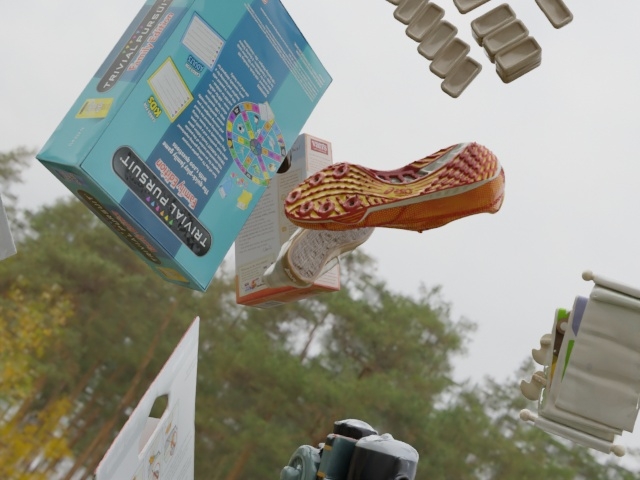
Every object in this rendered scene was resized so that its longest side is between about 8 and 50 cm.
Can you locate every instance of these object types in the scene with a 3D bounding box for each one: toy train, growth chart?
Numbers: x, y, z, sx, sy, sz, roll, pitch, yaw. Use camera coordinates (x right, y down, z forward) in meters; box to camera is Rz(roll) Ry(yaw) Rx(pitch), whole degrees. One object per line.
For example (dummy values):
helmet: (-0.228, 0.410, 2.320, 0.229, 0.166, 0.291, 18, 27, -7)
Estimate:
toy train: (0.020, 0.358, 1.090, 0.142, 0.334, 0.190, 20, -12, -21)
growth chart: (0.355, 0.156, 1.330, 0.172, 0.237, 0.021, 27, 15, 34)

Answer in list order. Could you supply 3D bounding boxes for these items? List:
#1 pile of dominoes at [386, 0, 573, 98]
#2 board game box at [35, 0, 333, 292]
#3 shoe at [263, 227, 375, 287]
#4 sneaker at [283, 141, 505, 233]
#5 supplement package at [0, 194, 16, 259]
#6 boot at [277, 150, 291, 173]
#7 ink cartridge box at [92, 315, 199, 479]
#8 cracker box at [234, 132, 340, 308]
pile of dominoes: (0.196, -0.318, 1.377, 0.251, 0.196, 0.040, 60, -1, 21)
board game box: (-0.145, -0.149, 1.221, 0.079, 0.336, 0.254, 13, -26, 38)
shoe: (0.000, 0.000, 1.318, 0.058, 0.219, 0.076, -36, -88, 40)
sneaker: (0.057, -0.027, 0.803, 0.175, 0.064, 0.067, -5, -39, 16)
supplement package: (-0.484, -0.081, 1.142, 0.145, 0.204, 0.261, 38, -37, 42)
boot: (-0.082, -0.209, 1.476, 0.082, 0.106, 0.219, -15, -70, 42)
ink cartridge box: (-0.166, 0.221, 0.867, 0.060, 0.275, 0.238, 6, -70, 7)
cracker box: (-0.054, -0.026, 1.538, 0.156, 0.232, 0.067, -16, -20, 40)
